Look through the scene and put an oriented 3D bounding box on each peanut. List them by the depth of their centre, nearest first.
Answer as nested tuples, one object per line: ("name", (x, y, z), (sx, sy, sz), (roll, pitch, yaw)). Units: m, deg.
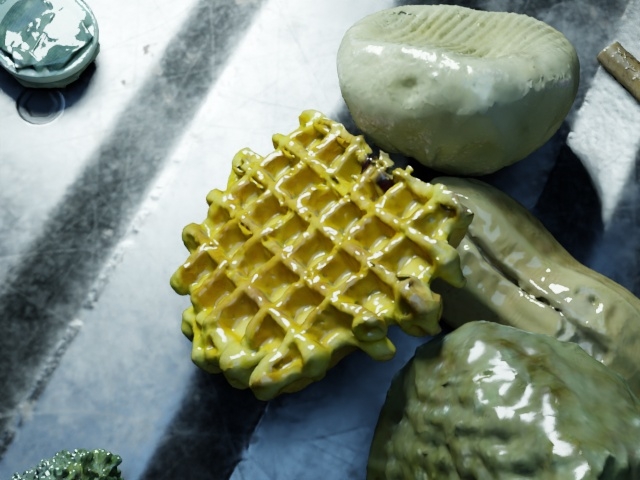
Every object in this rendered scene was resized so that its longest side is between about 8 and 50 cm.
("peanut", (0.181, 0.057, 0.829), (0.290, 0.130, 0.130), (41, 72, 14))

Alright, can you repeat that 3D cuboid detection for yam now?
("yam", (0.334, -0.141, 0.965), (0.032, 0.032, 0.145), (-37, 74, -15))

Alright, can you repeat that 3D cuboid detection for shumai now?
("shumai", (0.212, 0.214, 0.713), (0.288, 0.292, 0.330), (-4, 61, -29))

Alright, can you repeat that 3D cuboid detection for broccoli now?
("broccoli", (-0.168, 0.255, 0.760), (0.204, 0.118, 0.122), (46, 42, -2))

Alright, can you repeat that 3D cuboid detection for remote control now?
("remote control", (-0.319, -0.241, 0.959), (0.247, 0.052, 0.104), (41, 74, 12))

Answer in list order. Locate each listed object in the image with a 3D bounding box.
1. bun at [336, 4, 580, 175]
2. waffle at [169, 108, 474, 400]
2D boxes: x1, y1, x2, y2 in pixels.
("bun", (0.120, -0.130, 0.876), (0.231, 0.133, 0.231), (3, 29, -1))
("waffle", (0.000, 0.001, 0.803), (0.283, 0.065, 0.309), (-13, 46, 27))
